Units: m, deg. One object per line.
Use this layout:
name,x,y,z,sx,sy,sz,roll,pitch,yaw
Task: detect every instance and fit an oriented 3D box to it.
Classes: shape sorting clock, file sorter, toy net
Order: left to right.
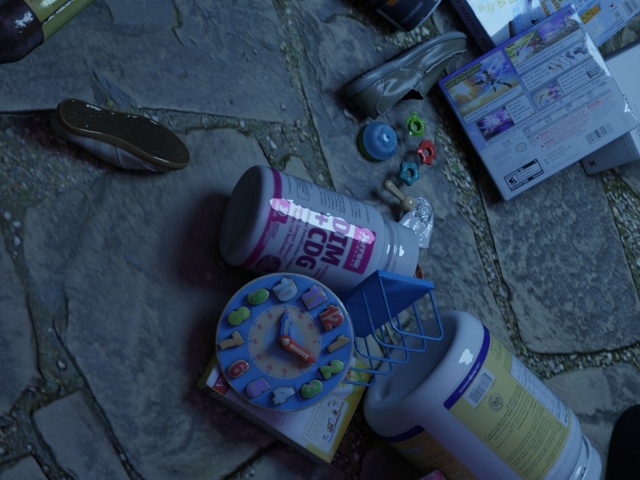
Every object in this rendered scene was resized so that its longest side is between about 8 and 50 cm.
shape sorting clock,-0.053,0.150,1.663,0.206,0.040,0.206,0,83,-2
file sorter,0.087,0.138,1.716,0.118,0.170,0.105,13,50,-39
toy net,0.148,-0.097,1.918,0.122,0.045,0.232,-14,88,-31

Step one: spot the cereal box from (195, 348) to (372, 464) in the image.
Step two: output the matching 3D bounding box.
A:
cereal box,-0.052,0.213,1.741,0.240,0.047,0.173,36,64,-15

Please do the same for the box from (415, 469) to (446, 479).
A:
box,0.094,0.461,1.648,0.256,0.128,0.123,-30,95,9

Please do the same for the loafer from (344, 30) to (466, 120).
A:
loafer,0.155,-0.283,1.940,0.251,0.094,0.087,-30,99,-20

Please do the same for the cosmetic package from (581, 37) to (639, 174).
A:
cosmetic package,0.636,-0.290,2.150,0.365,0.155,0.197,-30,97,-30

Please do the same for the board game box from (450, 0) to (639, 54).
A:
board game box,0.400,-0.470,2.047,0.318,0.066,0.318,-38,105,-12

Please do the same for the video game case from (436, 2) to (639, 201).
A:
video game case,0.379,-0.241,1.978,0.269,0.061,0.244,-30,95,6

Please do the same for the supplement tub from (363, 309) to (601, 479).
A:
supplement tub,0.257,0.297,1.775,0.331,0.241,0.241,44,63,-13

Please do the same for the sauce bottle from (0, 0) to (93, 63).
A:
sauce bottle,-0.430,-0.334,1.625,0.111,0.111,0.344,48,61,-11

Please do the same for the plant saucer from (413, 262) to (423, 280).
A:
plant saucer,0.135,0.063,1.891,0.083,0.013,0.084,6,76,-26

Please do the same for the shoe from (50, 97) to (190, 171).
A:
shoe,-0.300,-0.152,1.691,0.219,0.058,0.077,20,51,-27

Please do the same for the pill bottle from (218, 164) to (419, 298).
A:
pill bottle,0.000,0.000,1.749,0.283,0.160,0.160,19,71,-23

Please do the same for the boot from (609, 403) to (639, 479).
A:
boot,0.642,0.505,1.998,0.284,0.138,0.378,20,65,-23

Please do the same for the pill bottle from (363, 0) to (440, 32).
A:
pill bottle,0.091,-0.476,1.918,0.245,0.130,0.130,35,66,-16
